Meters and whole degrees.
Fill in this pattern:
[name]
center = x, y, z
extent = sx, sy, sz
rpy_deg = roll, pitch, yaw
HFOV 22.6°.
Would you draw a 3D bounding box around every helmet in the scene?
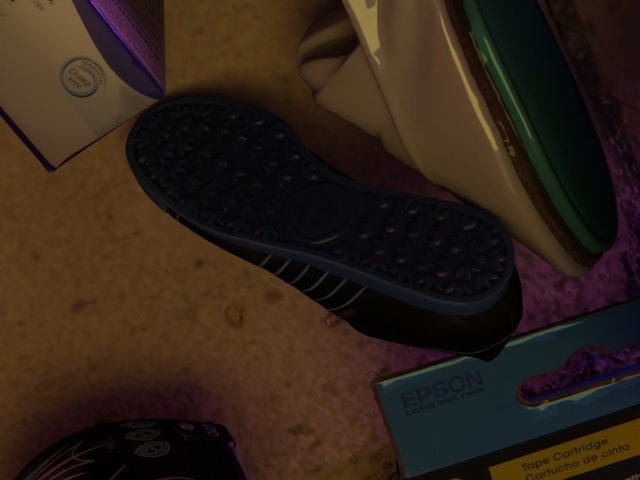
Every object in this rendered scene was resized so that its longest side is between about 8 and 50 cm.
[helmet]
center = -0.116, 0.190, 0.932
extent = 0.161, 0.169, 0.169
rpy_deg = -18, 119, -15

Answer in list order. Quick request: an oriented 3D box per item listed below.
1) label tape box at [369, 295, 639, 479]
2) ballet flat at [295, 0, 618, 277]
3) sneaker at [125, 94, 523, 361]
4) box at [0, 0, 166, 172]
[label tape box]
center = 0.180, 0.157, 0.981
extent = 0.241, 0.106, 0.333
rpy_deg = -18, 117, 2
[ballet flat]
center = 0.025, -0.147, 0.805
extent = 0.139, 0.139, 0.400
rpy_deg = -25, 114, 6
[sneaker]
center = 0.000, 0.000, 0.858
extent = 0.232, 0.081, 0.090
rpy_deg = 26, 156, 23
[box]
center = -0.139, -0.124, 0.776
extent = 0.072, 0.137, 0.126
rpy_deg = -33, 117, 11
